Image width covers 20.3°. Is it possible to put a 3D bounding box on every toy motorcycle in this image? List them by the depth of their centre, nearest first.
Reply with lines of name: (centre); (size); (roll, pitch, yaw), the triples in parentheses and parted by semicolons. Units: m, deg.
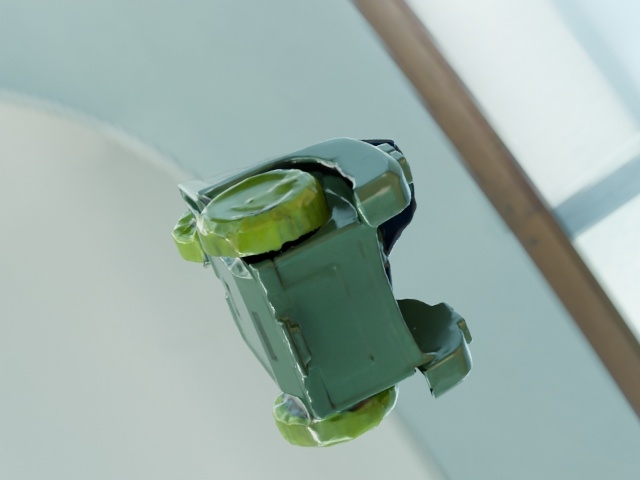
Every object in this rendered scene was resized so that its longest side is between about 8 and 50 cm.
toy motorcycle: (0.000, 0.000, 1.390); (0.326, 0.199, 0.191); (-129, 17, -66)
